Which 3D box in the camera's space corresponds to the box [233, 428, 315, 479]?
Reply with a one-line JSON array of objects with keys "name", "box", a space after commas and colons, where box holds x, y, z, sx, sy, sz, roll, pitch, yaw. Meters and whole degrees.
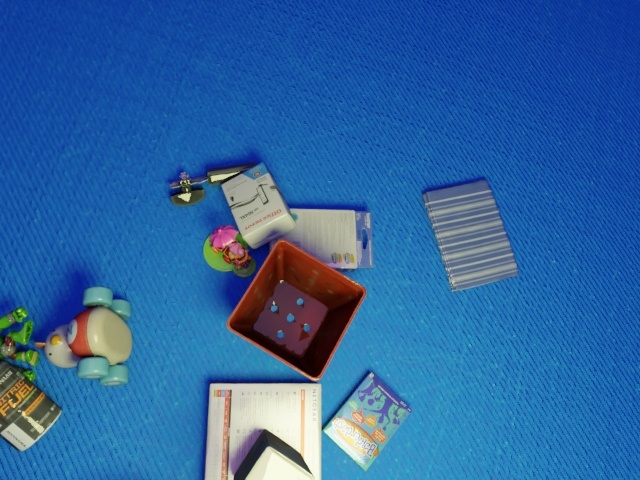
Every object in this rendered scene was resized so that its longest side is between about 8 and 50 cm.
[{"name": "box", "box": [-0.114, 0.537, 1.157, 0.121, 0.311, 0.148, 35, 73, 2]}]

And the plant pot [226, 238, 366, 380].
[{"name": "plant pot", "box": [-0.070, 0.198, 1.384, 0.267, 0.236, 0.267, 31, 73, 1]}]

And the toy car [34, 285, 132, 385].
[{"name": "toy car", "box": [-0.630, 0.261, 1.314, 0.237, 0.210, 0.220, -9, 65, 2]}]

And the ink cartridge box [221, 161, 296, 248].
[{"name": "ink cartridge box", "box": [-0.179, -0.101, 1.481, 0.148, 0.086, 0.203, -29, 61, 2]}]

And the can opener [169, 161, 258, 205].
[{"name": "can opener", "box": [-0.317, -0.178, 1.546, 0.280, 0.074, 0.093, -15, 112, -11]}]

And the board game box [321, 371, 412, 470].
[{"name": "board game box", "box": [0.129, 0.500, 1.429, 0.160, 0.047, 0.210, 42, 74, 4]}]

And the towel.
[{"name": "towel", "box": [0.475, -0.022, 1.635, 0.243, 0.040, 0.337, -13, 79, -13]}]

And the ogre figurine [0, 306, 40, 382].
[{"name": "ogre figurine", "box": [-0.806, 0.272, 1.322, 0.118, 0.097, 0.197, -1, 119, -4]}]

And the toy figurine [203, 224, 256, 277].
[{"name": "toy figurine", "box": [-0.254, 0.023, 1.444, 0.173, 0.159, 0.130, 41, 73, 3]}]

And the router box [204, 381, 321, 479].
[{"name": "router box", "box": [-0.150, 0.551, 1.355, 0.300, 0.082, 0.336, 3, 74, -8]}]

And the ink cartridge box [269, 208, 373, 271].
[{"name": "ink cartridge box", "box": [0.000, 0.000, 1.539, 0.310, 0.065, 0.186, 0, 74, -6]}]

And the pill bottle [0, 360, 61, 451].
[{"name": "pill bottle", "box": [-0.771, 0.385, 1.247, 0.130, 0.130, 0.246, -45, 105, -17]}]
